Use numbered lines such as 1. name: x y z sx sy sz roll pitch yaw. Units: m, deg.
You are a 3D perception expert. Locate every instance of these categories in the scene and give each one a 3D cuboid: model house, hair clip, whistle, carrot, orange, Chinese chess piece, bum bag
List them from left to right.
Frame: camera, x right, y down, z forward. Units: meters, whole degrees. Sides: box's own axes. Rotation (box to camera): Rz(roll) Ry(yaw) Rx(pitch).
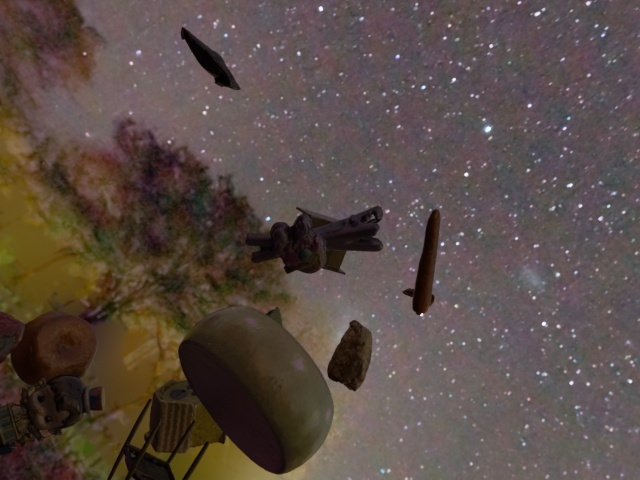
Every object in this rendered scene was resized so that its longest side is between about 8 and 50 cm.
1. orange: -0.836 0.345 1.590 0.183 0.249 0.249 -8 -62 37
2. model house: -0.416 0.541 1.574 0.175 0.234 0.193 27 -67 44
3. bum bag: -0.337 -0.553 1.580 0.248 0.069 0.102 50 16 -1
4. Chinese chess piece: -0.095 0.212 0.737 0.250 0.101 0.250 30 -41 30
5. hair clip: -0.001 -0.005 0.976 0.090 0.279 0.137 -110 -173 -46
6. whistle: 0.324 0.190 1.724 0.109 0.057 0.046 17 -50 42
7. carrot: 0.245 0.049 1.167 0.043 0.043 0.247 7 -92 58

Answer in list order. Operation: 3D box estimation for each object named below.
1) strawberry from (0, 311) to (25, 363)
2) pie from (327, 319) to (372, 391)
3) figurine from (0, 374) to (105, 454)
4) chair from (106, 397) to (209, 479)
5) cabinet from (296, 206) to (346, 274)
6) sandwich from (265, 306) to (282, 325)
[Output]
1. strawberry: -0.787 0.239 0.989 0.310 0.291 0.292 26 -10 -30
2. pie: 0.089 0.314 1.403 0.084 0.178 0.205 25 -5 -12
3. figurine: -0.715 0.441 1.344 0.158 0.276 0.161 -26 -94 55
4. chair: -0.440 0.587 1.321 0.166 0.272 0.188 38 -13 -24
5. cabinet: 0.000 0.000 1.834 0.148 0.215 0.174 36 -72 62
6. sandwich: -0.169 0.378 1.694 0.063 0.245 0.212 -24 -77 43
